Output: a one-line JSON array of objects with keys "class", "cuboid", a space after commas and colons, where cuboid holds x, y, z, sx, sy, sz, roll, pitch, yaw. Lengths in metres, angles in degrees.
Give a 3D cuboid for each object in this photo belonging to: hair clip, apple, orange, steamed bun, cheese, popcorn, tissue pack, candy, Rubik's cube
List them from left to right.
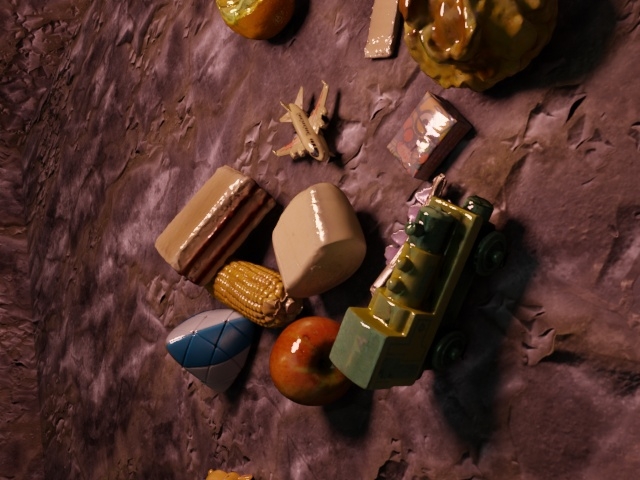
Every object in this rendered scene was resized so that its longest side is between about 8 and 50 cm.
[{"class": "Rubik's cube", "cuboid": [-0.315, 0.306, 1.566, 0.254, 0.254, 0.254, -10, 77, 47]}, {"class": "candy", "cuboid": [-0.288, -0.045, 1.559, 0.321, 0.135, 0.179, -48, 33, -3]}, {"class": "orange", "cuboid": [-0.170, -0.635, 1.586, 0.237, 0.158, 0.179, 27, 67, 41]}, {"class": "apple", "cuboid": [-0.018, 0.263, 1.271, 0.196, 0.196, 0.196, -10, 77, 47]}, {"class": "steamed bun", "cuboid": [0.000, 0.000, 1.315, 0.250, 0.154, 0.200, -48, 49, 40]}, {"class": "cheese", "cuboid": [0.168, -0.613, 1.316, 0.085, 0.034, 0.400, 15, 95, 48]}, {"class": "hair clip", "cuboid": [0.186, 0.000, 1.174, 0.106, 0.084, 0.292, 40, 108, 49]}, {"class": "tissue pack", "cuboid": [0.216, -0.210, 1.180, 0.148, 0.060, 0.109, -53, 48, 27]}, {"class": "popcorn", "cuboid": [0.270, -0.392, 1.028, 0.258, 0.270, 0.224, 60, -140, -86]}]

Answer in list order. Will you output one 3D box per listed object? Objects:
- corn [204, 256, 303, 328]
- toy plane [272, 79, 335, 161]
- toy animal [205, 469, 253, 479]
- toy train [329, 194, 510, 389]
[{"class": "corn", "cuboid": [-0.190, 0.128, 1.516, 0.387, 0.144, 0.144, 12, 93, 48]}, {"class": "toy plane", "cuboid": [-0.031, -0.273, 1.438, 0.229, 0.092, 0.244, -51, 51, 27]}, {"class": "toy animal", "cuboid": [-0.243, 0.645, 1.550, 0.159, 0.070, 0.083, -28, 62, 36]}, {"class": "toy train", "cuboid": [0.184, 0.084, 1.038, 0.150, 0.237, 0.369, 33, 108, 47]}]
